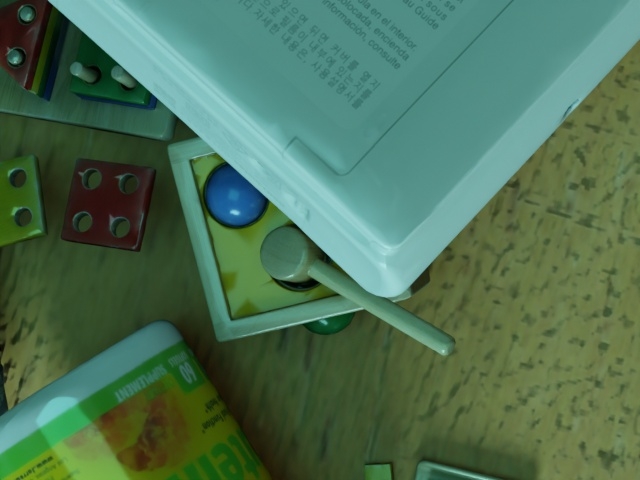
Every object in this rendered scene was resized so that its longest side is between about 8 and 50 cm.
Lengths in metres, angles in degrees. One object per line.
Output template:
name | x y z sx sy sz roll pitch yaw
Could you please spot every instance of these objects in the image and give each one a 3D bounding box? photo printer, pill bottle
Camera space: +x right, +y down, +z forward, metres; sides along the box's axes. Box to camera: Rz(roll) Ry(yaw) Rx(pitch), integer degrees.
photo printer | 0.045 -0.164 1.006 0.256 0.107 0.307 42 78 6
pill bottle | -0.074 0.179 1.084 0.136 0.136 0.245 -33 89 12

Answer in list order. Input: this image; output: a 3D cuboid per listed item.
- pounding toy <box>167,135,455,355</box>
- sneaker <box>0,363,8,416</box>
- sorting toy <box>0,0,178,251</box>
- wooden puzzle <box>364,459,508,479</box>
pounding toy | 0.000 0.000 1.071 0.130 0.100 0.141 -14 92 12
sneaker | -0.315 0.098 1.142 0.300 0.111 0.121 -20 95 14
sorting toy | -0.135 -0.123 1.088 0.132 0.046 0.274 11 84 20
wooden puzzle | 0.078 0.164 1.116 0.116 0.014 0.078 6 97 10
